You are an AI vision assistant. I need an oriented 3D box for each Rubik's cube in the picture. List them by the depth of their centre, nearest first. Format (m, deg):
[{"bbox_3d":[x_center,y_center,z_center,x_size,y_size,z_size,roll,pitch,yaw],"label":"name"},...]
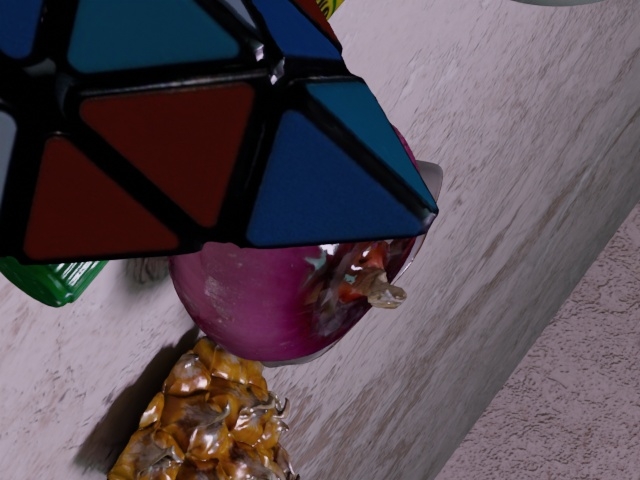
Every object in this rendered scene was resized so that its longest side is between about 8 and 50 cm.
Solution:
[{"bbox_3d":[-0.110,-0.035,0.774,0.234,0.250,0.284,-41,175,15],"label":"Rubik's cube"}]

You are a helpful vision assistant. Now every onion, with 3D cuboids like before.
[{"bbox_3d":[-0.012,-0.007,1.183,0.177,0.153,0.177,-61,179,-2],"label":"onion"}]

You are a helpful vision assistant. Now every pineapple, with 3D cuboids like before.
[{"bbox_3d":[-0.050,0.152,1.385,0.139,0.164,0.250,-64,164,-8],"label":"pineapple"}]

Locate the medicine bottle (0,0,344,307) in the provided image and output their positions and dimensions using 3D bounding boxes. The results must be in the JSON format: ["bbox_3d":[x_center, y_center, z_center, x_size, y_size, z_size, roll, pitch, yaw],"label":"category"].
[{"bbox_3d":[-0.060,-0.096,0.970,0.309,0.076,0.111,-52,164,-20],"label":"medicine bottle"}]

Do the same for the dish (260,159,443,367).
[{"bbox_3d":[0.000,0.000,1.335,0.191,0.066,0.190,-45,-163,18],"label":"dish"}]

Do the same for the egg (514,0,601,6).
[{"bbox_3d":[0.154,-0.247,1.107,0.283,0.203,0.203,-44,161,-48],"label":"egg"}]
